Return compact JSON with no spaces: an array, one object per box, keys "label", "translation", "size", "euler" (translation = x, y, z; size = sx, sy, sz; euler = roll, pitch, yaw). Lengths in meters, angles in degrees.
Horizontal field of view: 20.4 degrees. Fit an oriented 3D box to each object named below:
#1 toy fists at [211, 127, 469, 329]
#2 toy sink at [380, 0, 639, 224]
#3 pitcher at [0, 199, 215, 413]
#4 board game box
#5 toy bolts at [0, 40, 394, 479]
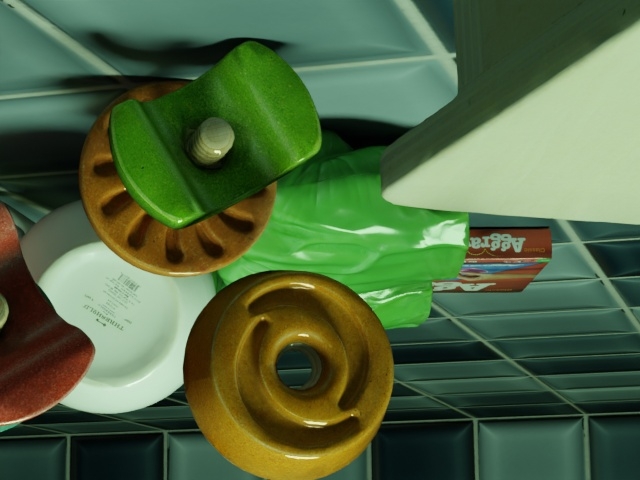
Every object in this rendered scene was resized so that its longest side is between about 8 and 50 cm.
[{"label":"toy fists","translation":[0.000,0.000,1.103],"size":[0.142,0.096,0.279],"euler":[-7,168,-7]},{"label":"toy sink","translation":[0.127,-0.099,0.515],"size":[0.153,0.131,0.234],"euler":[4,163,-22]},{"label":"pitcher","translation":[-0.150,0.022,1.067],"size":[0.178,0.125,0.207],"euler":[30,180,-7]},{"label":"board game box","translation":[0.024,0.017,1.351],"size":[0.281,0.027,0.145],"euler":[0,170,-2]},{"label":"toy bolts","translation":[-0.098,0.044,0.870],"size":[0.229,0.218,0.158],"euler":[-25,174,-22]}]
